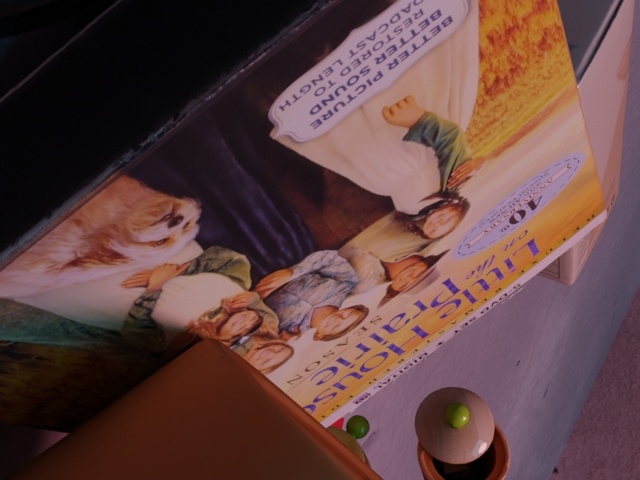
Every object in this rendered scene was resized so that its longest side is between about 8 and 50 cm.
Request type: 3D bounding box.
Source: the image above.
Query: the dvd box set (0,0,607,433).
[{"bbox_3d":[0.000,0.000,0.525,0.307,0.062,0.420,-37,156,6],"label":"dvd box set"}]

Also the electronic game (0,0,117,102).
[{"bbox_3d":[-0.091,-0.116,0.313,0.229,0.048,0.229,-33,165,-10],"label":"electronic game"}]

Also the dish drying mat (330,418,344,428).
[{"bbox_3d":[0.008,0.200,0.935,0.032,0.008,0.083,-27,134,-53],"label":"dish drying mat"}]

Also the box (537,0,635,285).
[{"bbox_3d":[0.180,-0.101,0.861,0.121,0.148,0.311,-58,155,-20],"label":"box"}]

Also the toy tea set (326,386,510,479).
[{"bbox_3d":[0.012,0.236,0.750,0.336,0.200,0.124,-54,161,-24],"label":"toy tea set"}]

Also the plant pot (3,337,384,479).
[{"bbox_3d":[-0.043,0.181,0.432,0.203,0.291,0.291,-49,153,-6],"label":"plant pot"}]
